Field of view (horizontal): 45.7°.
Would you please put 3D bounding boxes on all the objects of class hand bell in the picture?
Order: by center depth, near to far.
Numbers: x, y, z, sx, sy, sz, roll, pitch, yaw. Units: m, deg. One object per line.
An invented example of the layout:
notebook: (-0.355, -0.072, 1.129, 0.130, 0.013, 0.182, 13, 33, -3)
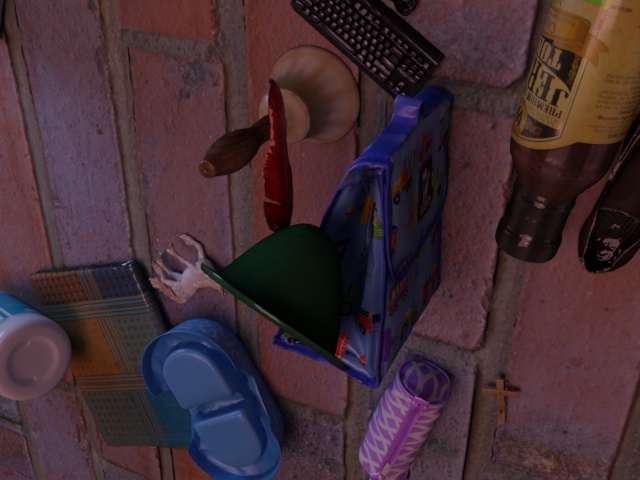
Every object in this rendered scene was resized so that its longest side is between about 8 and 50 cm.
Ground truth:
hand bell: (-0.060, -0.122, 0.846, 0.126, 0.242, 0.126, 14, 124, 21)

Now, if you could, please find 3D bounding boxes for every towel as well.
towel: (-0.347, 0.209, 1.340, 0.271, 0.040, 0.370, -6, 112, 31)

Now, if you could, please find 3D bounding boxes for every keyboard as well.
keyboard: (0.055, -0.244, 0.850, 0.180, 0.023, 0.108, 41, 129, 1)

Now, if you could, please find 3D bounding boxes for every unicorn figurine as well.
unicorn figurine: (-0.194, 0.051, 1.151, 0.111, 0.060, 0.162, 48, 145, -4)

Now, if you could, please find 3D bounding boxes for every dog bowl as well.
dog bowl: (-0.163, 0.256, 1.222, 0.166, 0.074, 0.297, -21, 106, 24)

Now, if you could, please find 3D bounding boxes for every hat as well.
hat: (0.000, 0.000, 0.738, 0.173, 0.183, 0.208, 31, 172, 29)

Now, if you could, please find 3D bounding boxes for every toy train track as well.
toy train track: (0.243, 0.214, 1.023, 0.048, 0.014, 0.083, 3, 125, 20)

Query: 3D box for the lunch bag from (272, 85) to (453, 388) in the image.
lunch bag: (0.068, -0.028, 0.843, 0.138, 0.221, 0.293, 21, 126, 17)

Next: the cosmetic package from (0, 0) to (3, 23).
cosmetic package: (-0.508, -0.418, 0.956, 0.155, 0.197, 0.365, 33, 127, 10)

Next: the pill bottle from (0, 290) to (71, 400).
pill bottle: (-0.562, 0.174, 1.346, 0.264, 0.146, 0.146, 17, 127, 46)

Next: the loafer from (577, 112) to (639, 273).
loafer: (0.330, -0.046, 0.775, 0.080, 0.078, 0.220, 25, 127, 15)

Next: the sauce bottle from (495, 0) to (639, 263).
sauce bottle: (0.252, -0.131, 0.747, 0.111, 0.111, 0.344, 21, 125, 17)

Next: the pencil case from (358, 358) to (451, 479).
pencil case: (0.115, 0.260, 1.075, 0.086, 0.088, 0.206, 25, 126, 12)
